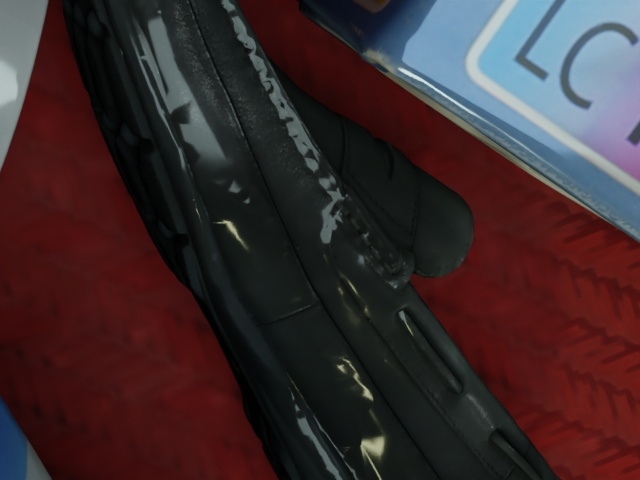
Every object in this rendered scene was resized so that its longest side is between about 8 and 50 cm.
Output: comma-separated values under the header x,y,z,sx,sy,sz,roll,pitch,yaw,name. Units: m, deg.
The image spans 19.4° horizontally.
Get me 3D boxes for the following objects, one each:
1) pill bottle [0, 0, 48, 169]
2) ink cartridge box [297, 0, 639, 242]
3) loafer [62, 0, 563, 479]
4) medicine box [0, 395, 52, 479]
x,y,z,sx,sy,sz,roll,pitch,yaw,name
-0.149,-0.060,0.438,0.160,0.087,0.087,15,102,-16,pill bottle
0.209,-0.149,0.463,0.270,0.151,0.395,32,95,-19,ink cartridge box
0.000,0.000,0.499,0.078,0.076,0.223,-30,114,-9,loafer
-0.139,0.216,0.441,0.263,0.149,0.289,-22,111,18,medicine box
